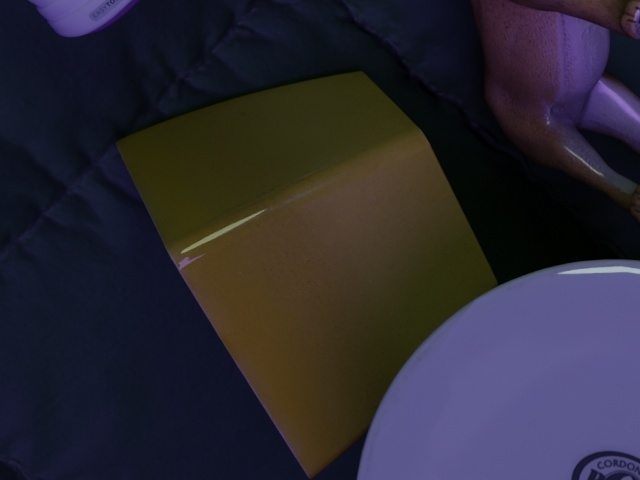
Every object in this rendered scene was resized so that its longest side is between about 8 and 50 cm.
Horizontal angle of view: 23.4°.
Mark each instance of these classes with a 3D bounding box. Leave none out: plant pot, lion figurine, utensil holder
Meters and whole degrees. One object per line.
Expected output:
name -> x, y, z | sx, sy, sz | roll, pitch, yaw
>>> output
plant pot -> 0.000, 0.000, 1.107 | 0.187, 0.212, 0.212 | -30, 120, -2
lion figurine -> 0.159, -0.145, 1.054 | 0.142, 0.240, 0.392 | -36, 139, -26
utensil holder -> 0.202, 0.186, 1.058 | 0.328, 0.385, 0.327 | -2, 79, 10

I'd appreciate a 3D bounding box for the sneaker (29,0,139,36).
sneaker -> -0.111, -0.266, 0.979 | 0.152, 0.114, 0.305 | 38, 110, -25
